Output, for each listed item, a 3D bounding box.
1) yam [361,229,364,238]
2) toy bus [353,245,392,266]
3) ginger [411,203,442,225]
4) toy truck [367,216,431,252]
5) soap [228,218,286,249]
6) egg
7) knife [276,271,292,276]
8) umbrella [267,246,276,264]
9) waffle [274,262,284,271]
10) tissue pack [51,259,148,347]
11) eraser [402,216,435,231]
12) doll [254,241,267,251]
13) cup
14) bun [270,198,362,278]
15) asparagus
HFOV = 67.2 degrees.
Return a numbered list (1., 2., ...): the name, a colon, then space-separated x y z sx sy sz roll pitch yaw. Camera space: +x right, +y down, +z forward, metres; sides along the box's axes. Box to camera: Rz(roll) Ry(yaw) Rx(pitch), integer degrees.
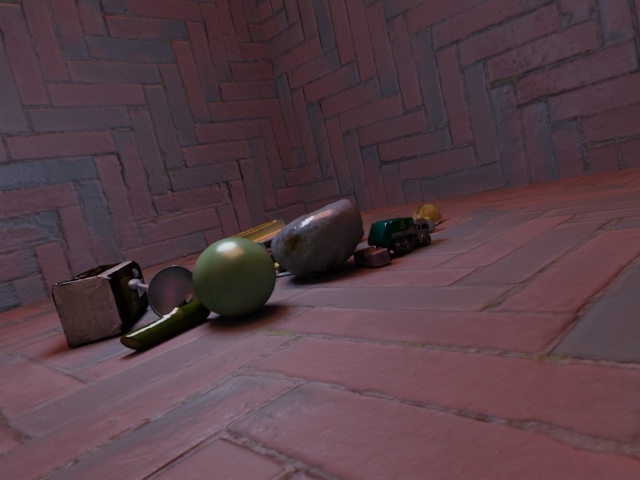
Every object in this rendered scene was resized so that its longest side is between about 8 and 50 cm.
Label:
1. yam: 0.104 -0.034 2.220 0.093 0.093 0.259 -8 -1 38
2. toy bus: 0.174 0.056 1.640 0.072 0.058 0.172 -19 7 -19
3. ginger: 0.476 -0.099 2.268 0.122 0.115 0.193 -35 0 37
4. toy truck: 0.285 -0.020 1.738 0.253 0.124 0.114 -14 9 -36
5. soap: -0.319 0.007 2.432 0.280 0.143 0.259 -23 -5 -25
6. egg: -0.242 0.104 1.344 0.220 0.221 0.269 -18 -3 -37
7. knife: -0.119 0.125 1.818 0.210 0.015 0.028 -10 0 20
8. umbrella: -0.223 0.077 2.100 0.325 0.094 0.090 -13 34 15
9. waffle: -0.122 0.038 1.944 0.051 0.194 0.149 28 19 6
10. tissue pack: -0.711 0.190 1.610 0.198 0.210 0.370 -17 6 -6
11. eraser: 0.381 -0.056 2.110 0.157 0.069 0.226 -14 7 -14
12. doll: -0.295 0.115 1.808 0.258 0.153 0.195 -28 17 30
13. cup: -0.458 0.167 1.545 0.299 0.168 0.173 12 -7 -8
14. bun: 0.000 0.000 1.675 0.361 0.212 0.362 -29 -2 -1
15. asparagus: -0.409 0.229 1.307 0.059 0.068 0.277 21 27 27
